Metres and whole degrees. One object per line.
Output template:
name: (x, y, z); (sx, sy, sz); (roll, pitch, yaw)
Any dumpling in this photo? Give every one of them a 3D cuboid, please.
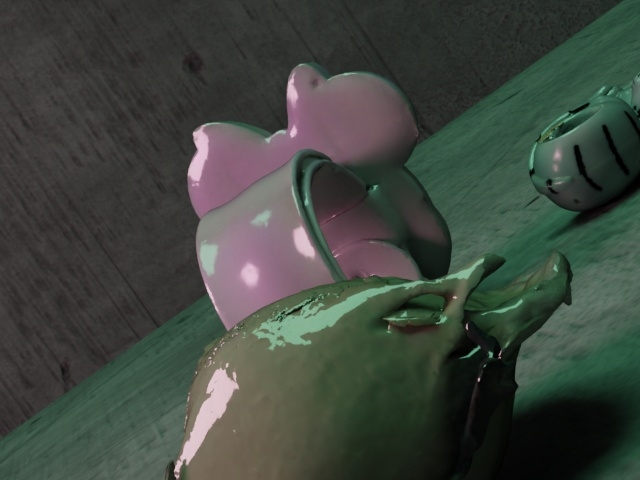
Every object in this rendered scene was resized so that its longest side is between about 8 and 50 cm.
dumpling: (0.033, 0.107, 0.922); (0.293, 0.163, 0.204); (-33, -27, 18)

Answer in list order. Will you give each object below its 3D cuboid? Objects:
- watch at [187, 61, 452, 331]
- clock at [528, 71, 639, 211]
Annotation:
watch: (0.000, 0.000, 1.318); (0.211, 0.248, 0.217); (-31, 10, 21)
clock: (0.262, -0.092, 1.401); (0.176, 0.080, 0.117); (-35, 7, -21)
